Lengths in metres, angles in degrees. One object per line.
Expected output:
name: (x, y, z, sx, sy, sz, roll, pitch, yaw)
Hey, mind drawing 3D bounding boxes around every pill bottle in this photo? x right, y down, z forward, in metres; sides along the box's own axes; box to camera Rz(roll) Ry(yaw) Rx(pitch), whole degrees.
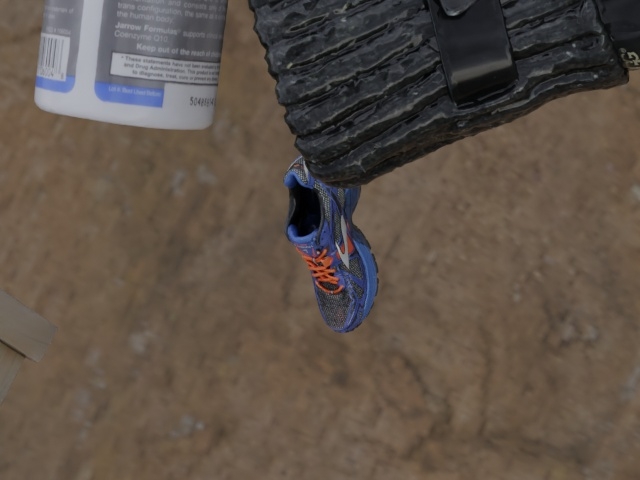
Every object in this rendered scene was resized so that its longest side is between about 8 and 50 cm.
pill bottle: (-0.075, -0.119, 0.759, 0.078, 0.078, 0.137, 14, 99, 42)

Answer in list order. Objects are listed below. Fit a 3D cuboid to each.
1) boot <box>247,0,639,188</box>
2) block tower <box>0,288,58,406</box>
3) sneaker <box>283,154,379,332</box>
boot: (0.077, -0.216, 0.961, 0.260, 0.131, 0.348, -15, 67, 19)
block tower: (-0.341, 0.050, 1.330, 0.335, 0.091, 0.097, 12, 71, 45)
sneaker: (0.000, 0.000, 1.956, 0.083, 0.087, 0.221, 3, 112, 40)
